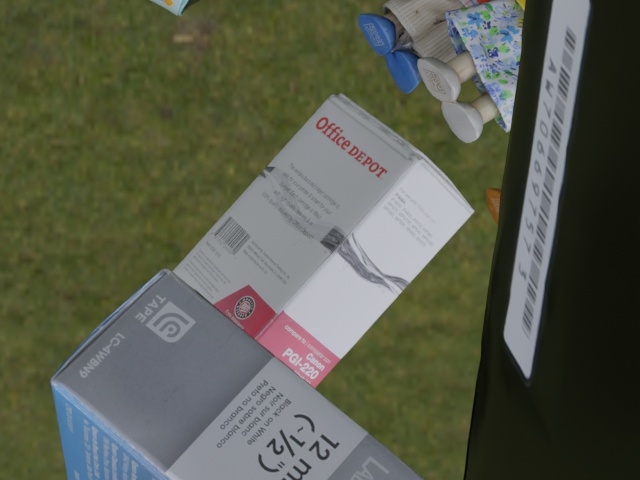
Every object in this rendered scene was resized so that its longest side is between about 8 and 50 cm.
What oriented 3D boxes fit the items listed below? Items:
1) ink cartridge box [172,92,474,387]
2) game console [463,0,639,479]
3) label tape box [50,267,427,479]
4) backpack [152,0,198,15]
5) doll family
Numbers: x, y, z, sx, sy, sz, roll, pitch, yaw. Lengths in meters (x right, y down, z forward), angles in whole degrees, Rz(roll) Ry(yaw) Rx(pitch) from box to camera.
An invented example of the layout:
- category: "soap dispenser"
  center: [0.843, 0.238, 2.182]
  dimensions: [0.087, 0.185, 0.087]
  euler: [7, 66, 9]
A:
- category: "ink cartridge box"
  center: [0.000, 0.000, 1.417]
  dimensions: [0.218, 0.158, 0.092]
  euler: [-49, 128, 2]
- category: "game console"
  center: [0.111, 0.063, 0.275]
  dimensions: [0.060, 0.342, 0.387]
  euler: [-6, 126, -14]
- category: "label tape box"
  center: [-0.008, 0.205, 1.072]
  dimensions: [0.347, 0.115, 0.249]
  euler: [37, 156, 13]
- category: "backpack"
  center: [-0.107, -0.276, 1.306]
  dimensions: [0.144, 0.188, 0.166]
  euler: [24, 138, -11]
- category: "doll family"
  center: [0.153, -0.068, 0.870]
  dimensions: [0.163, 0.118, 0.263]
  euler: [-33, 102, -12]
